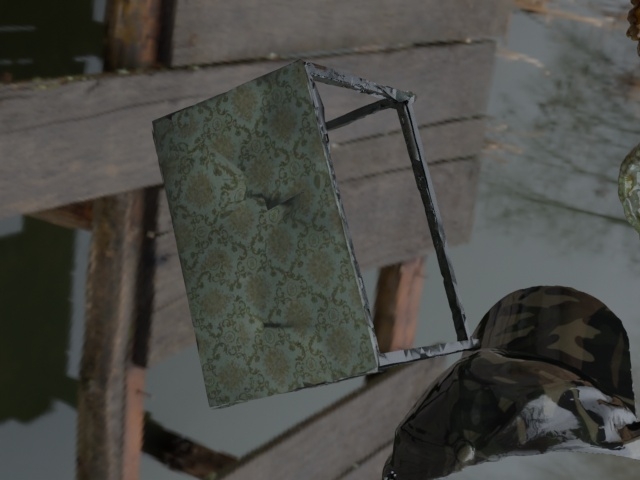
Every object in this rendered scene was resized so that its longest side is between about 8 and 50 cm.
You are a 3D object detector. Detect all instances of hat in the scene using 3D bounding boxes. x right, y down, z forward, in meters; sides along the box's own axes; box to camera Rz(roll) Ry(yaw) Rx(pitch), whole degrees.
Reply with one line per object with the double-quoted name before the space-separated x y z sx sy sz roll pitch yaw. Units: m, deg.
"hat" 0.230 0.161 1.306 0.257 0.366 0.381 52 30 -40

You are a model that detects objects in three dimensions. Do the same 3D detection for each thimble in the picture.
"thimble" 0.498 -0.076 1.427 0.144 0.137 0.190 -32 136 -22

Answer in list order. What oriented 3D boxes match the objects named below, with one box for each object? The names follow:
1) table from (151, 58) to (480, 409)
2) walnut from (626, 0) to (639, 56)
"table" 0.000 0.000 1.230 0.272 0.222 0.334 2 73 -58
"walnut" 0.467 -0.287 1.386 0.069 0.143 0.170 134 -34 -68
